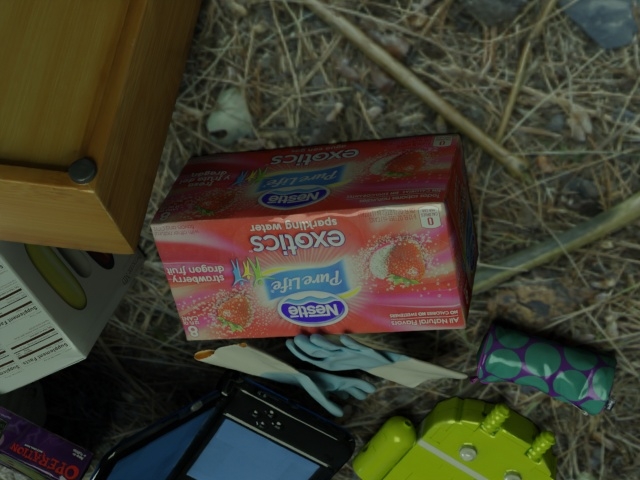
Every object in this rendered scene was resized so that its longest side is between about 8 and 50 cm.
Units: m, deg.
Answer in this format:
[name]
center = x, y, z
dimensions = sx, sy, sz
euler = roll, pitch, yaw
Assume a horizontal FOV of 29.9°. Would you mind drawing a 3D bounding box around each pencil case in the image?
[pencil case]
center = 0.244, 0.142, 1.303
dimensions = 0.152, 0.064, 0.070
euler = 17, 100, 3

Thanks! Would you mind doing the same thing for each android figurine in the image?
[android figurine]
center = 0.169, 0.290, 1.424
dimensions = 0.248, 0.056, 0.273
euler = 33, 125, -8

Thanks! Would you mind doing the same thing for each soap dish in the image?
[soap dish]
center = -0.252, -0.141, 1.112
dimensions = 0.229, 0.290, 0.118
euler = 7, 159, 10

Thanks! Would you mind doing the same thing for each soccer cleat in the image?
[soccer cleat]
center = -0.371, 0.153, 1.462
dimensions = 0.076, 0.068, 0.196
euler = -11, 116, 17

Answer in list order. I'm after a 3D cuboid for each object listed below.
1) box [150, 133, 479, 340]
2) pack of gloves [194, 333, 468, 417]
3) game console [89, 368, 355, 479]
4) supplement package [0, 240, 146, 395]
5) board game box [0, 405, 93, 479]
[box]
center = 0.000, 0.000, 1.225
dimensions = 0.300, 0.142, 0.154
euler = -3, 122, 16
[pack of gloves]
center = 0.013, 0.153, 1.293
dimensions = 0.195, 0.046, 0.232
euler = -14, 155, 41
[game console]
center = -0.138, 0.296, 1.394
dimensions = 0.250, 0.173, 0.293
euler = 28, 140, -5
[supplement package]
center = -0.328, 0.020, 1.286
dimensions = 0.149, 0.194, 0.203
euler = -23, 115, 26
[board game box]
center = -0.372, 0.234, 1.405
dimensions = 0.208, 0.056, 0.347
euler = 31, 162, -3
